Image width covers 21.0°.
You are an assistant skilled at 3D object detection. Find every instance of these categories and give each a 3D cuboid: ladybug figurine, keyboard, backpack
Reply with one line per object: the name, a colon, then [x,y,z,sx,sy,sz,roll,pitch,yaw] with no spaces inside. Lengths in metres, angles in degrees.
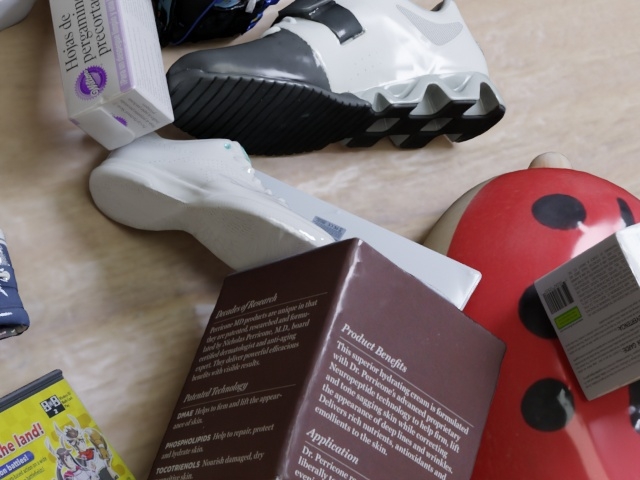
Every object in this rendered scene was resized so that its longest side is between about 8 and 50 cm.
ladybug figurine: [0.219,0.125,1.418,0.305,0.162,0.449,4,67,-26]
keyboard: [0.000,0.000,1.385,0.256,0.014,0.072,25,53,14]
backpack: [-0.081,-0.263,1.425,0.117,0.173,0.158,-11,73,-31]

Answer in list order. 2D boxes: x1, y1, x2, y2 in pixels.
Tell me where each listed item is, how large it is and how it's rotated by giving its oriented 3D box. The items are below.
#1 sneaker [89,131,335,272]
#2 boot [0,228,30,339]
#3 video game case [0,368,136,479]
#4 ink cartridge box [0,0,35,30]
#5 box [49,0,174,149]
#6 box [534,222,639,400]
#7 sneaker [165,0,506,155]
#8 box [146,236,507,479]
sneaker: [-0.070,-0.037,1.355,0.212,0.080,0.094,23,49,14]
boot: [-0.303,0.043,1.238,0.190,0.069,0.086,-12,69,-32]
video game case: [-0.188,0.232,1.161,0.248,0.035,0.275,54,27,4]
ink cartridge box: [-0.303,-0.233,1.362,0.109,0.063,0.150,-30,84,-34]
box: [-0.183,-0.229,1.382,0.067,0.063,0.324,37,35,-57]
box: [0.287,0.032,1.327,0.203,0.114,0.103,-17,78,-34]
sneaker: [-0.001,-0.157,1.459,0.331,0.122,0.146,-2,69,-38]
box: [0.005,0.136,1.276,0.168,0.167,0.203,36,57,-28]
